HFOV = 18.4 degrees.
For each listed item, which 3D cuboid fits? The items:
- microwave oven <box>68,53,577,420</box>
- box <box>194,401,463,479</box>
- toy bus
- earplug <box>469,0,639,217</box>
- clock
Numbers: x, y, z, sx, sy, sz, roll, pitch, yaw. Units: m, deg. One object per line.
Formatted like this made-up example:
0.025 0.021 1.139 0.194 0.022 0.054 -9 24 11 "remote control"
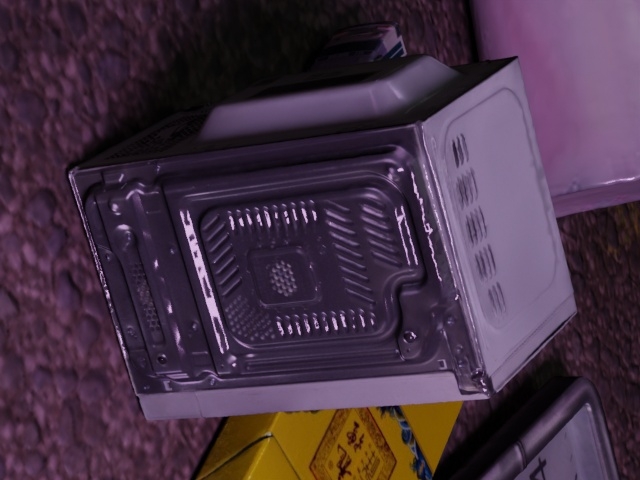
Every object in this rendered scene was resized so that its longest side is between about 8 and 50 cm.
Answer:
0.000 0.000 0.993 0.122 0.208 0.162 -37 115 -54 "microwave oven"
0.011 0.116 1.152 0.153 0.041 0.279 62 37 -32 "box"
0.033 -0.077 1.211 0.058 0.052 0.102 -49 127 -51 "toy bus"
0.170 -0.176 1.364 0.172 0.172 0.301 -1 79 -58 "earplug"
0.146 0.258 1.327 0.279 0.049 0.273 -33 112 -54 "clock"
